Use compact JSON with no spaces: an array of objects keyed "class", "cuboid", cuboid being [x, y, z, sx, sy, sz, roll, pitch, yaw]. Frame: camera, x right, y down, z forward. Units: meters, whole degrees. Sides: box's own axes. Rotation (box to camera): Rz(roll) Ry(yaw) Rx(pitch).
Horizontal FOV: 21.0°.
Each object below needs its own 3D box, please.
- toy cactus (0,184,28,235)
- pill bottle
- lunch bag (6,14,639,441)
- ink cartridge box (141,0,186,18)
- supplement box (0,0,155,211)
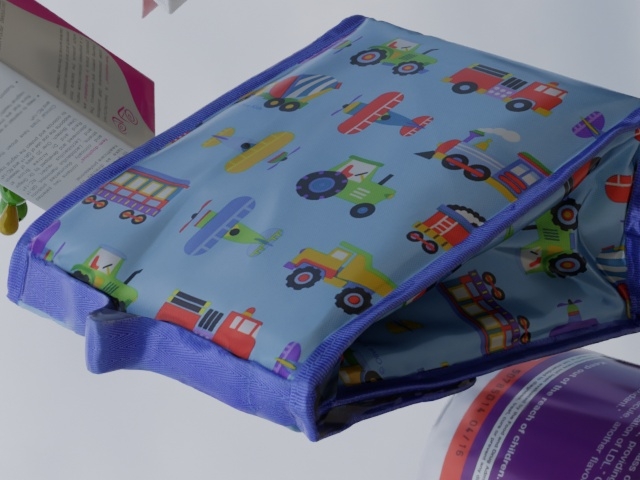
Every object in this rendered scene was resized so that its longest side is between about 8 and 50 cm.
[{"class":"toy cactus","cuboid":[-0.302,-0.117,1.649,0.219,0.112,0.180,65,-150,-46]},{"class":"pill bottle","cuboid":[0.215,0.172,0.964,0.181,0.323,0.181,-9,-76,-38]},{"class":"lunch bag","cuboid":[0.000,0.000,0.882,0.293,0.221,0.138,-23,-56,-40]},{"class":"ink cartridge box","cuboid":[-0.115,-0.415,2.289,0.066,0.296,0.261,45,167,9]},{"class":"supplement box","cuboid":[-0.253,-0.125,1.443,0.220,0.114,0.111,33,-147,-31]}]
